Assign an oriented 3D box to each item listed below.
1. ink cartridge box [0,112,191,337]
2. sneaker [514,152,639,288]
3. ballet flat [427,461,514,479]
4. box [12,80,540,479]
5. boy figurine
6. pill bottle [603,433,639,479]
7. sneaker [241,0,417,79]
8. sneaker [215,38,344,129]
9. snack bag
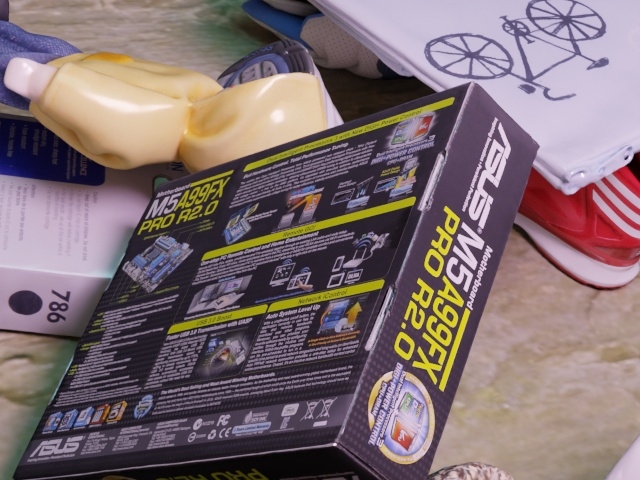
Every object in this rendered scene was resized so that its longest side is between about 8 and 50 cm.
[{"bbox_3d":[-0.243,-0.020,1.019,0.332,0.065,0.165,6,39,-11],"label":"ink cartridge box"},{"bbox_3d":[0.165,-0.071,1.177,0.221,0.128,0.087,31,40,15],"label":"sneaker"},{"bbox_3d":[0.099,0.297,0.609,0.164,0.182,0.483,15,42,-35],"label":"ballet flat"},{"bbox_3d":[-0.029,0.043,0.830,0.060,0.270,0.216,42,54,-28],"label":"box"},{"bbox_3d":[-0.130,-0.097,0.994,0.285,0.092,0.177,18,9,22],"label":"boy figurine"},{"bbox_3d":[0.304,0.218,0.840,0.318,0.176,0.176,38,43,24],"label":"pill bottle"},{"bbox_3d":[0.023,-0.266,1.358,0.236,0.130,0.323,-1,47,-27],"label":"sneaker"},{"bbox_3d":[0.000,0.000,1.039,0.111,0.129,0.297,-22,49,21],"label":"sneaker"},{"bbox_3d":[0.169,-0.171,1.180,0.323,0.037,0.342,-23,51,-38],"label":"snack bag"}]
